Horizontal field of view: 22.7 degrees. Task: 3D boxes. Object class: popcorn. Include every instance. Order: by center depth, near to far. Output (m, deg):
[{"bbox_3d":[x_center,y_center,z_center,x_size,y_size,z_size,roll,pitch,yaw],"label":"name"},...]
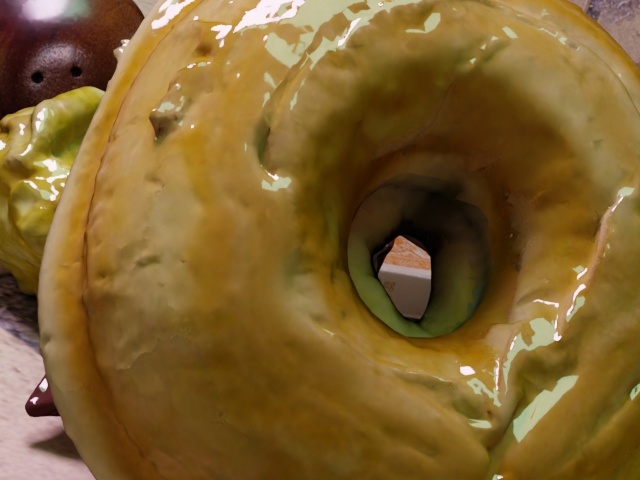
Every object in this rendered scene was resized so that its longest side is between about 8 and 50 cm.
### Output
[{"bbox_3d":[-0.181,-0.020,1.214,0.198,0.155,0.197,33,23,-16],"label":"popcorn"}]

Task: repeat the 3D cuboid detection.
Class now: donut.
[{"bbox_3d":[0.046,0.014,0.960,0.449,0.448,0.198,13,-20,-16],"label":"donut"}]

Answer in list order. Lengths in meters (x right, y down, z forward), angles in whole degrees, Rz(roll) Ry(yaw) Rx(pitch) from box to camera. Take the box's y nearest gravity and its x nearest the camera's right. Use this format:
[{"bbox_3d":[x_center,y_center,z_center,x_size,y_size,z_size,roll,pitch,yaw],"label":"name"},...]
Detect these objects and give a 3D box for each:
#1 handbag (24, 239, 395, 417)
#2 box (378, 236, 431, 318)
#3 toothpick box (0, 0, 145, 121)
[{"bbox_3d":[-0.065,0.051,1.085,0.213,0.127,0.235,18,57,-6],"label":"handbag"},{"bbox_3d":[0.001,-0.001,1.467,0.365,0.051,0.204,9,21,-26],"label":"box"},{"bbox_3d":[-0.273,-0.190,1.533,0.192,0.192,0.294,11,17,-23],"label":"toothpick box"}]
